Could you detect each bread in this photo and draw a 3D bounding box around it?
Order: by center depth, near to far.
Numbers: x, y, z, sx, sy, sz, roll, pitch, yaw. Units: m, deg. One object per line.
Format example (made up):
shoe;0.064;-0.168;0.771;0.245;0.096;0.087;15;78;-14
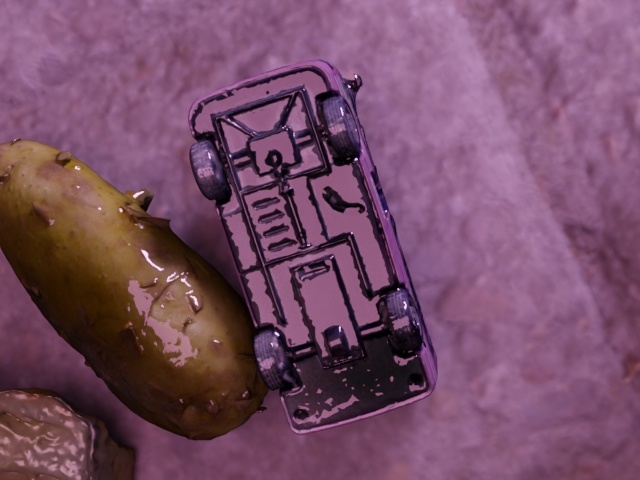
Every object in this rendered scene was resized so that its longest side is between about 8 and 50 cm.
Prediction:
bread;-0.231;0.134;1.125;0.232;0.088;0.128;11;108;6

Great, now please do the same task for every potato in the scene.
potato;-0.117;0.026;1.072;0.225;0.090;0.117;44;143;10

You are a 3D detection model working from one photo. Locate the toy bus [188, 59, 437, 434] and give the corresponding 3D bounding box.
toy bus;0.000;0.000;1.038;0.096;0.108;0.199;-17;94;11
